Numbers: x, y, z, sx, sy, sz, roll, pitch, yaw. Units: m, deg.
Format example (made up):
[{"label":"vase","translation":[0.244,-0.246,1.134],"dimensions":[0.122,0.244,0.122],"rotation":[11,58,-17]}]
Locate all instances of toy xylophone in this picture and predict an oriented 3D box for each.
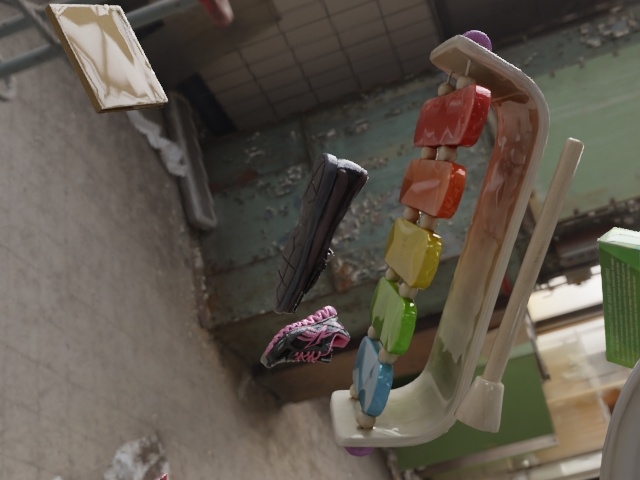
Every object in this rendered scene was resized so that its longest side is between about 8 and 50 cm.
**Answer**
[{"label":"toy xylophone","translation":[0.091,0.007,0.609],"dimensions":[0.236,0.081,0.322],"rotation":[165,-60,-85]}]

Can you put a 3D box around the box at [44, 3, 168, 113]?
[{"label":"box","translation":[-0.364,-0.314,1.440],"dimensions":[0.164,0.021,0.201],"rotation":[-21,83,-55]}]

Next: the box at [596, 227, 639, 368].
[{"label":"box","translation":[0.573,0.119,1.243],"dimensions":[0.058,0.322,0.232],"rotation":[-33,123,-35]}]

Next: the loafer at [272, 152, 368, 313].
[{"label":"loafer","translation":[0.000,0.000,1.473],"dimensions":[0.109,0.095,0.302],"rotation":[-124,-130,-65]}]

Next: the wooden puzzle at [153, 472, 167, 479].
[{"label":"wooden puzzle","translation":[-0.175,0.274,0.870],"dimensions":[0.083,0.006,0.049],"rotation":[-27,123,-68]}]

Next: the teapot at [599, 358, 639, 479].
[{"label":"teapot","translation":[0.282,0.131,0.411],"dimensions":[0.187,0.256,0.252],"rotation":[15,46,-35]}]

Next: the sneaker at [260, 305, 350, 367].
[{"label":"sneaker","translation":[-0.013,0.120,0.955],"dimensions":[0.057,0.119,0.047],"rotation":[51,-39,17]}]
